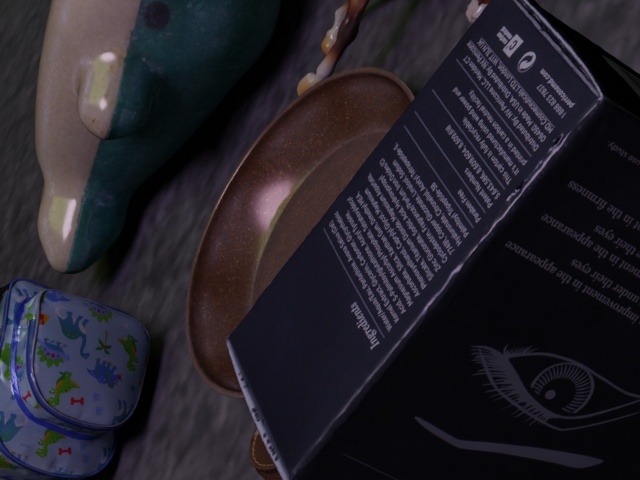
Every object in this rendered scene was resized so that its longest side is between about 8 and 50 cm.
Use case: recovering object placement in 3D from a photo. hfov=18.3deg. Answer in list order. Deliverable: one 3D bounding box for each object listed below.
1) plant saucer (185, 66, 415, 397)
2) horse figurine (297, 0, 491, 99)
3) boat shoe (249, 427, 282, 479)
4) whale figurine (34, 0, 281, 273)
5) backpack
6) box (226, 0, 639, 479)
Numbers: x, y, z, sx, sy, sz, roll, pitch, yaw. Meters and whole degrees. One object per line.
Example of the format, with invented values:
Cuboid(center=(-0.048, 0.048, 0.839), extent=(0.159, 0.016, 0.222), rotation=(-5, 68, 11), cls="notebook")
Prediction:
Cuboid(center=(0.000, 0.000, 1.090), extent=(0.198, 0.036, 0.198), rotation=(-36, 40, 37), cls="plant saucer")
Cuboid(center=(0.040, -0.202, 1.165), extent=(0.174, 0.066, 0.263), rotation=(-45, 37, 37), cls="horse figurine")
Cuboid(center=(0.021, 0.070, 0.981), extent=(0.178, 0.060, 0.064), rotation=(-33, 41, 38), cls="boat shoe")
Cuboid(center=(-0.109, -0.109, 1.268), extent=(0.216, 0.141, 0.272), rotation=(-101, 24, -67), cls="whale figurine")
Cuboid(center=(-0.161, 0.087, 1.187), extent=(0.084, 0.105, 0.114), rotation=(-18, 57, 49), cls="backpack")
Cuboid(center=(0.085, 0.025, 0.837), extent=(0.207, 0.153, 0.108), rotation=(-51, 33, 16), cls="box")
